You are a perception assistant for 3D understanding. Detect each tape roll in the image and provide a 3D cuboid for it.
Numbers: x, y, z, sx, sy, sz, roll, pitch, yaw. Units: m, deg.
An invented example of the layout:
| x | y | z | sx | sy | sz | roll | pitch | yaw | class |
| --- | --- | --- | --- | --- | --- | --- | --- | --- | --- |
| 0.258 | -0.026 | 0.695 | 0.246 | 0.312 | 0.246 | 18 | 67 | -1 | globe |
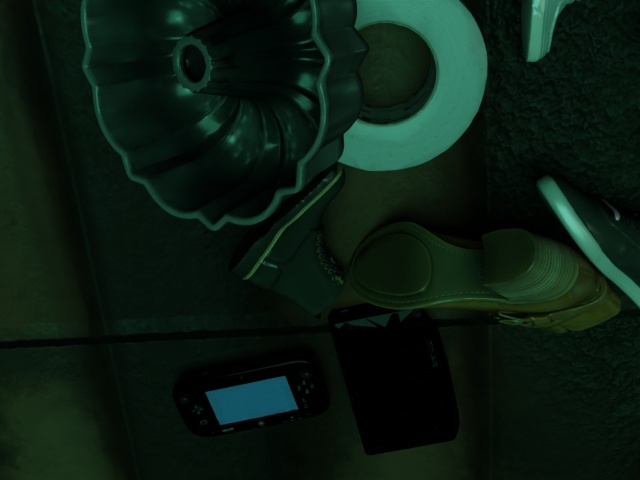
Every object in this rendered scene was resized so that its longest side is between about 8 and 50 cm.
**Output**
| x | y | z | sx | sy | sz | roll | pitch | yaw | class |
| --- | --- | --- | --- | --- | --- | --- | --- | --- | --- |
| 0.068 | -0.188 | 0.973 | 0.219 | 0.072 | 0.219 | 0 | 115 | 1 | tape roll |

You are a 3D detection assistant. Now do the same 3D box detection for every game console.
| x | y | z | sx | sy | sz | roll | pitch | yaw | class |
| --- | --- | --- | --- | --- | --- | --- | --- | --- | --- |
| -0.009 | 0.202 | 1.176 | 0.361 | 0.044 | 0.213 | -12 | 114 | 8 | game console |

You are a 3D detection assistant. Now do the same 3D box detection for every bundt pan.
| x | y | z | sx | sy | sz | roll | pitch | yaw | class |
| --- | --- | --- | --- | --- | --- | --- | --- | --- | --- |
| -0.088 | -0.184 | 0.896 | 0.330 | 0.124 | 0.331 | 14 | 114 | 34 | bundt pan |

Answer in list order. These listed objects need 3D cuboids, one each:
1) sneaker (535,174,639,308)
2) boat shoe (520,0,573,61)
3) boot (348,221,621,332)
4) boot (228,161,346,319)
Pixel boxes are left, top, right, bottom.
| x | y | z | sx | sy | sz | roll | pitch | yaw | class |
| --- | --- | --- | --- | --- | --- | --- | --- | --- | --- |
| 0.382 | -0.014 | 1.034 | 0.295 | 0.105 | 0.147 | 39 | 109 | -21 | sneaker |
| 0.249 | -0.278 | 0.935 | 0.063 | 0.066 | 0.184 | 4 | 106 | 1 | boat shoe |
| 0.195 | 0.050 | 1.067 | 0.283 | 0.109 | 0.220 | -12 | 155 | 40 | boot |
| 0.000 | 0.000 | 1.072 | 0.137 | 0.077 | 0.198 | 33 | 125 | -18 | boot |
